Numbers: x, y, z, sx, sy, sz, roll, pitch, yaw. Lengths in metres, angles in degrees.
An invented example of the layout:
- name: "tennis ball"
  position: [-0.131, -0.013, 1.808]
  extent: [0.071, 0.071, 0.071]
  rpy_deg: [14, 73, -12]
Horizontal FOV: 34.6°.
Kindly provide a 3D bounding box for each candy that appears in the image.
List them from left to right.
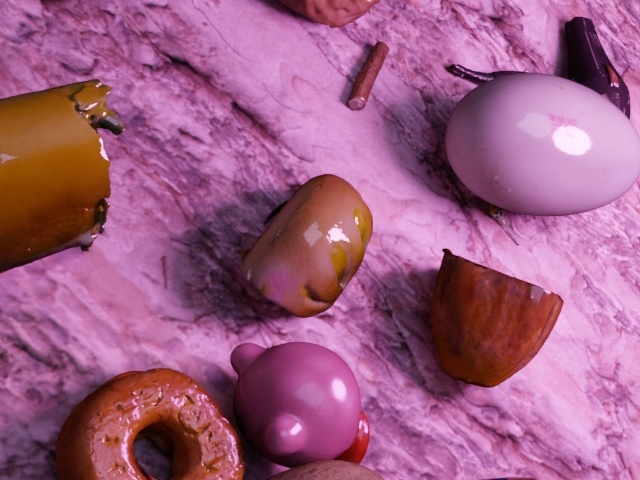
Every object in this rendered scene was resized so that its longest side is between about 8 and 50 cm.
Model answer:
- name: "candy"
  position: [0.311, -0.027, 1.721]
  extent: [0.083, 0.023, 0.025]
  rpy_deg: [52, 14, -9]

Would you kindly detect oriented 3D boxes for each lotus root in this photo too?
- name: "lotus root"
  position: [0.251, 0.129, 1.551]
  extent: [0.188, 0.199, 0.180]
  rpy_deg: [19, 89, 20]

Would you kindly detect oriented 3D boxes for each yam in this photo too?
- name: "yam"
  position: [0.080, -0.274, 1.693]
  extent: [0.032, 0.032, 0.145]
  rpy_deg: [33, 55, -13]

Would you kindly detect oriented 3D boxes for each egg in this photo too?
- name: "egg"
  position: [0.373, -0.153, 1.680]
  extent: [0.370, 0.230, 0.230]
  rpy_deg: [5, 66, -28]

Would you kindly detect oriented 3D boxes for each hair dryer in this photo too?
- name: "hair dryer"
  position: [0.390, -0.313, 1.858]
  extent: [0.359, 0.120, 0.304]
  rpy_deg: [7, 57, -17]

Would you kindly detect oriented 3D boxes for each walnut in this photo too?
- name: "walnut"
  position: [-0.017, -0.446, 1.623]
  extent: [0.141, 0.204, 0.238]
  rpy_deg: [-42, 86, -14]

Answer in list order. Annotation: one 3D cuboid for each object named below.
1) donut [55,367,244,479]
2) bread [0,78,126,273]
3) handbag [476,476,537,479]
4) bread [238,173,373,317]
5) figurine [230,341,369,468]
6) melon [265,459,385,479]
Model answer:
- name: "donut"
  position: [-0.203, 0.264, 1.244]
  extent: [0.226, 0.114, 0.227]
  rpy_deg: [11, 66, -25]
- name: "bread"
  position: [-0.425, -0.051, 1.189]
  extent: [0.376, 0.251, 0.208]
  rpy_deg: [-18, 95, -36]
- name: "handbag"
  position: [0.271, 0.444, 1.379]
  extent: [0.190, 0.193, 0.252]
  rpy_deg: [27, 59, -21]
- name: "bread"
  position: [-0.002, 0.004, 1.445]
  extent: [0.158, 0.156, 0.261]
  rpy_deg: [42, 56, -5]
- name: "figurine"
  position: [-0.032, 0.212, 1.328]
  extent: [0.173, 0.173, 0.173]
  rpy_deg: [12, 63, -25]
- name: "melon"
  position: [-0.022, 0.400, 1.204]
  extent: [0.329, 0.248, 0.249]
  rpy_deg: [-35, 88, -39]
